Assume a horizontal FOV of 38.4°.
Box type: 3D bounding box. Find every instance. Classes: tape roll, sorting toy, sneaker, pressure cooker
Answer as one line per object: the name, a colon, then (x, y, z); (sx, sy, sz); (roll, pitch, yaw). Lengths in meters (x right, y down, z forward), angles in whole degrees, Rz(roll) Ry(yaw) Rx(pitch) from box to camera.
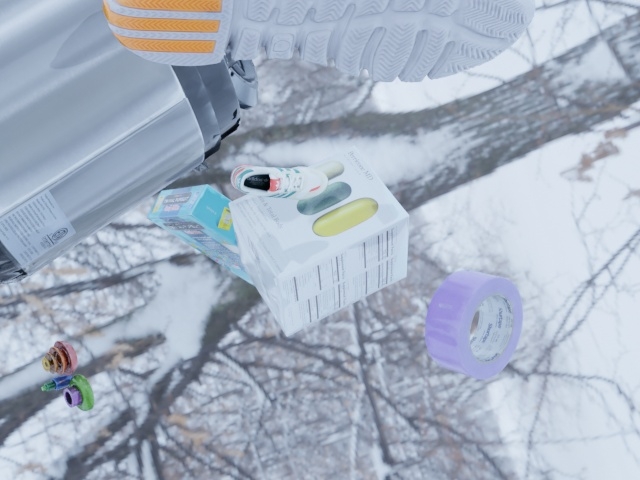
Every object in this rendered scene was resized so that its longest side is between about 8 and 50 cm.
tape roll: (0.281, 0.151, 1.669); (0.080, 0.189, 0.189); (13, 135, 47)
sorting toy: (-0.339, 0.184, 1.209); (0.042, 0.061, 0.102); (-19, -98, -41)
sneaker: (-0.063, -0.090, 1.487); (0.075, 0.161, 0.057); (-125, 40, -72)
sneaker: (0.000, -0.224, 0.679); (0.125, 0.321, 0.180); (121, 146, -55)
pressure cooker: (-0.286, -0.196, 1.028); (0.376, 0.420, 0.370); (58, 168, -13)

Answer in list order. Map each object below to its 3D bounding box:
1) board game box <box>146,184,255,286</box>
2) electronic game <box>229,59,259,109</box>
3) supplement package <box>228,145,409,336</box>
board game box: (-0.188, 0.001, 2.043); (0.336, 0.079, 0.253); (35, 162, -27)
electronic game: (-0.163, -0.296, 1.369); (0.229, 0.048, 0.229); (54, -164, -23)
supplement package: (0.000, 0.000, 1.693); (0.199, 0.262, 0.198); (55, 163, 32)
